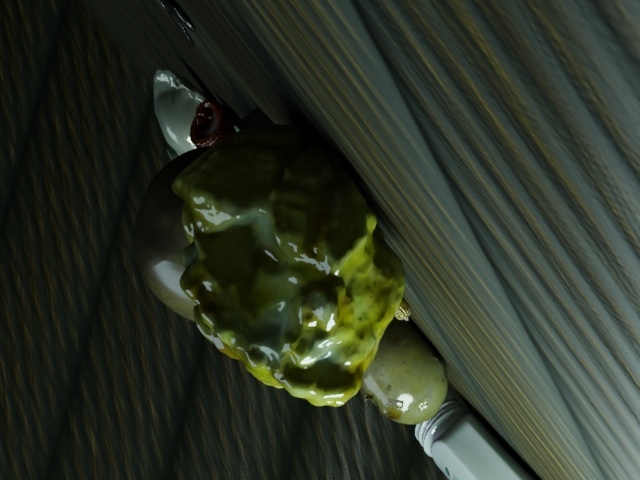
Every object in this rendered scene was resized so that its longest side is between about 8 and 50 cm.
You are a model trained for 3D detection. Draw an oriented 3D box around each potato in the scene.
[{"bbox_3d":[0.108,0.196,1.879,0.262,0.165,0.165,45,174,21],"label":"potato"}]

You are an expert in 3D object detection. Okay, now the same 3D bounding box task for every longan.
[{"bbox_3d":[-0.148,-0.007,1.794,0.319,0.319,0.319,50,176,5],"label":"longan"}]

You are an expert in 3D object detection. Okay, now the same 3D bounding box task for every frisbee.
[{"bbox_3d":[-0.229,-0.346,1.660,0.211,0.012,0.187,47,175,30],"label":"frisbee"}]

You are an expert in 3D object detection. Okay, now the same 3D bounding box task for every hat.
[{"bbox_3d":[-0.160,-0.179,2.033,0.162,0.093,0.112,31,-161,-38],"label":"hat"}]

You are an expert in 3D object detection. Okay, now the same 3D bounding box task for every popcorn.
[{"bbox_3d":[-0.027,0.021,1.350,0.292,0.293,0.334,-19,-80,-56],"label":"popcorn"}]

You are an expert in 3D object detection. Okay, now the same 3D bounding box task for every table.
[{"bbox_3d":[-0.071,-0.131,1.633,0.133,0.043,0.133,50,176,5],"label":"table"}]

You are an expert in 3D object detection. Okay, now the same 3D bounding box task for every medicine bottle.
[{"bbox_3d":[0.303,0.424,1.979,0.324,0.124,0.179,49,175,43],"label":"medicine bottle"}]

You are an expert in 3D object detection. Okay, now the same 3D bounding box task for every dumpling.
[{"bbox_3d":[-0.243,-0.235,2.148,0.151,0.124,0.229,-5,126,37],"label":"dumpling"}]

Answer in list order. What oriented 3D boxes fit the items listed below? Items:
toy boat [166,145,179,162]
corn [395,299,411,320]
[{"bbox_3d":[-0.260,-0.199,2.396,0.092,0.141,0.319,62,176,-5],"label":"toy boat"},{"bbox_3d":[0.115,0.092,1.722,0.083,0.028,0.027,55,-179,-9],"label":"corn"}]
